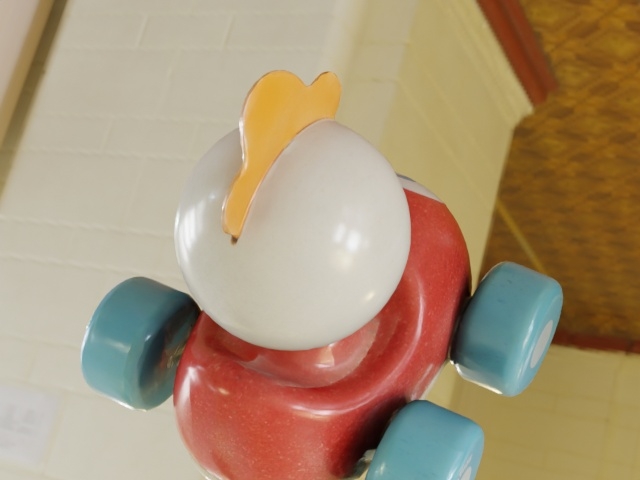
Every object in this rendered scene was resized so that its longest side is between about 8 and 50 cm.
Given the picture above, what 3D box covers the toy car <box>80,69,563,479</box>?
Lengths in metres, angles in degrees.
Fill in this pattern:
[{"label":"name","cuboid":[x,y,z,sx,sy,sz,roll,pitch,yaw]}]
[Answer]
[{"label":"toy car","cuboid":[0.000,0.000,0.571,0.219,0.210,0.238,23,144,21]}]
